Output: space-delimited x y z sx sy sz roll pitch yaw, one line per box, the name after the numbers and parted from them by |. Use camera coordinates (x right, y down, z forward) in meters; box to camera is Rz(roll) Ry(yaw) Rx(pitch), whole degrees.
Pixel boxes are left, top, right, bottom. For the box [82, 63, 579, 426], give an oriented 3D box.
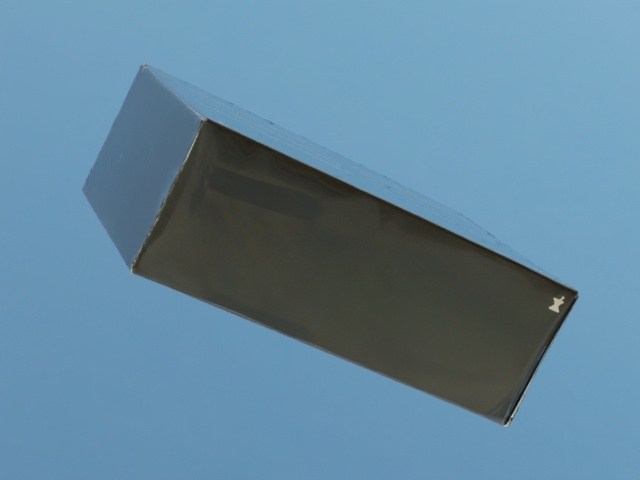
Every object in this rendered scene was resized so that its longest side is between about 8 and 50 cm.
0.000 0.000 0.909 0.261 0.103 0.184 24 -175 -23 | box
